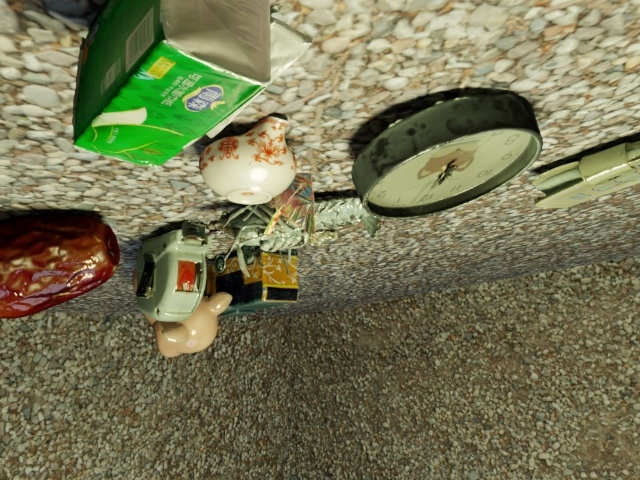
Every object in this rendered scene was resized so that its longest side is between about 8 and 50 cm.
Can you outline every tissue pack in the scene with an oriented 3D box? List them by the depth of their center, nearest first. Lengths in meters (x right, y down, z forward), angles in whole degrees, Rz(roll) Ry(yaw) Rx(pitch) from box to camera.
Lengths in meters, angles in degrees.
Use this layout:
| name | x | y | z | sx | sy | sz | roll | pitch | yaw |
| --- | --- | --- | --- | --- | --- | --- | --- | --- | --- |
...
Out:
| name | x | y | z | sx | sy | sz | roll | pitch | yaw |
| --- | --- | --- | --- | --- | --- | --- | --- | --- | --- |
| tissue pack | -0.125 | -0.172 | 0.475 | 0.156 | 0.148 | 0.209 | 9 | 160 | -41 |

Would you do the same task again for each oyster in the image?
| name | x | y | z | sx | sy | sz | roll | pitch | yaw |
| --- | --- | --- | --- | --- | --- | --- | --- | --- | --- |
| oyster | 0.001 | 0.000 | 1.441 | 0.098 | 0.037 | 0.100 | -4 | 166 | -3 |

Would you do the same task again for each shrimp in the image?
| name | x | y | z | sx | sy | sz | roll | pitch | yaw |
| --- | --- | --- | --- | --- | --- | --- | --- | --- | --- |
| shrimp | -0.066 | -0.032 | 1.082 | 0.410 | 0.166 | 0.222 | -15 | 134 | -9 |

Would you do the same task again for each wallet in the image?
| name | x | y | z | sx | sy | sz | roll | pitch | yaw |
| --- | --- | --- | --- | --- | --- | --- | --- | --- | --- |
| wallet | 0.621 | -0.145 | 1.010 | 0.223 | 0.077 | 0.309 | 3 | 162 | -41 |

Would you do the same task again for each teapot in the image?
| name | x | y | z | sx | sy | sz | roll | pitch | yaw |
| --- | --- | --- | --- | --- | --- | --- | --- | --- | --- |
| teapot | -0.128 | -0.118 | 0.823 | 0.159 | 0.116 | 0.245 | -7 | 177 | -45 |

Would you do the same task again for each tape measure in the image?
| name | x | y | z | sx | sy | sz | roll | pitch | yaw |
| --- | --- | --- | --- | --- | --- | --- | --- | --- | --- |
| tape measure | -0.395 | 0.086 | 1.271 | 0.125 | 0.247 | 0.243 | 12 | 165 | -39 |

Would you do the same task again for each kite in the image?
| name | x | y | z | sx | sy | sz | roll | pitch | yaw |
| --- | --- | --- | --- | --- | --- | --- | --- | --- | --- |
| kite | -0.068 | -0.075 | 0.986 | 0.190 | 0.159 | 0.010 | 39 | -170 | -13 |

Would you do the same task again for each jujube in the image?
| name | x | y | z | sx | sy | sz | roll | pitch | yaw |
| --- | --- | --- | --- | --- | --- | --- | --- | --- | --- |
| jujube | -0.610 | 0.048 | 1.062 | 0.317 | 0.223 | 0.223 | -12 | 167 | -5 |

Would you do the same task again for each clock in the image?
| name | x | y | z | sx | sy | sz | roll | pitch | yaw |
| --- | --- | --- | --- | --- | --- | --- | --- | --- | --- |
| clock | 0.216 | -0.130 | 0.847 | 0.324 | 0.067 | 0.325 | -13 | 161 | -5 |

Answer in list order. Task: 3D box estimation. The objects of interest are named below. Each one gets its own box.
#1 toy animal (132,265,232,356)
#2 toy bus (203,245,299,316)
| name | x | y | z | sx | sy | sz | roll | pitch | yaw |
| --- | --- | --- | --- | --- | --- | --- | --- | --- | --- |
| toy animal | -0.439 | 0.195 | 1.489 | 0.269 | 0.327 | 0.237 | 3 | -153 | 45 |
| toy bus | -0.227 | 0.132 | 1.569 | 0.323 | 0.194 | 0.161 | -18 | 162 | 41 |
